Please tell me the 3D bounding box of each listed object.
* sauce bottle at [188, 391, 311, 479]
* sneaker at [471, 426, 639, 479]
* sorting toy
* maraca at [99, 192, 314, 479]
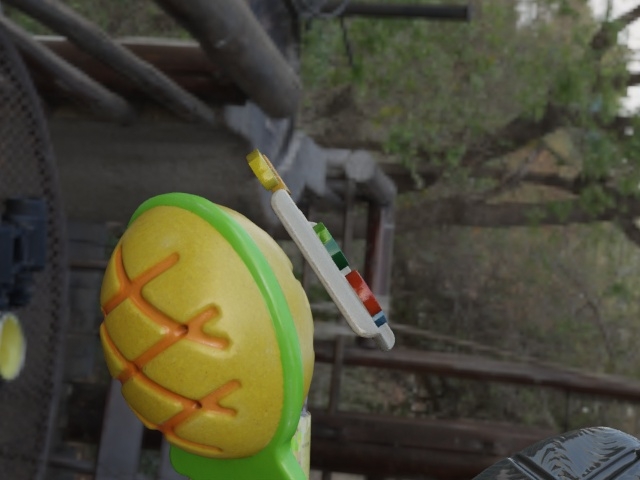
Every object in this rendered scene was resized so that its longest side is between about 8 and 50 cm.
[{"bbox_3d":[-0.063,0.289,0.995,0.111,0.111,0.344,-1,90,-81],"label":"sauce bottle"},{"bbox_3d":[0.162,0.383,1.089,0.447,0.169,0.257,-42,151,-15],"label":"sneaker"},{"bbox_3d":[0.000,0.000,1.417,0.307,0.041,0.229,56,4,13],"label":"sorting toy"},{"bbox_3d":[-0.054,0.065,0.570,0.099,0.127,0.185,-24,111,-39],"label":"maraca"}]
